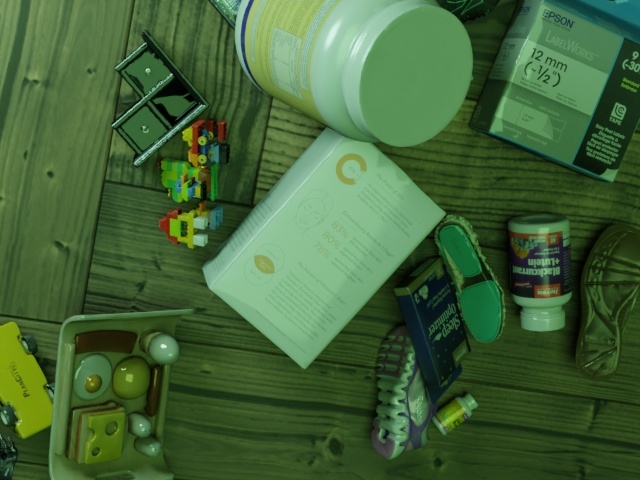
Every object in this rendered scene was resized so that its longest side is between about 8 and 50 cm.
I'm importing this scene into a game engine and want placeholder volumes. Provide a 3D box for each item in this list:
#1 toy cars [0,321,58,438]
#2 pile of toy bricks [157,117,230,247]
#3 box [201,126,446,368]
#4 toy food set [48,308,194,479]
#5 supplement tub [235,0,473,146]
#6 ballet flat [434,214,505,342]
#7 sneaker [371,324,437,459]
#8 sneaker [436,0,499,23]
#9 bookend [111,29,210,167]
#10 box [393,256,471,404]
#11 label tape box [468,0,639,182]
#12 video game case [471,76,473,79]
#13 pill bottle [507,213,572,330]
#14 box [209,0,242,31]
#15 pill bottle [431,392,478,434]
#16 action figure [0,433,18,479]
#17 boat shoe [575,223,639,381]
[{"bbox_3d":[-0.592,0.194,1.744,0.393,0.087,0.177,25,56,-14],"label":"toy cars"},{"bbox_3d":[-0.219,-0.106,1.769,0.105,0.118,0.212,12,117,15],"label":"pile of toy bricks"},{"bbox_3d":[0.000,0.000,1.786,0.215,0.168,0.345,42,91,-15],"label":"box"},{"bbox_3d":[-0.315,0.260,1.761,0.219,0.092,0.306,-1,102,-43],"label":"toy food set"},{"bbox_3d":[0.046,-0.288,1.627,0.241,0.331,0.241,-16,121,-29],"label":"supplement tub"},{"bbox_3d":[0.269,0.060,1.896,0.091,0.077,0.241,-14,105,19],"label":"ballet flat"},{"bbox_3d":[0.159,0.267,1.912,0.104,0.095,0.237,5,93,-29],"label":"sneaker"},{"bbox_3d":[0.235,-0.397,1.792,0.106,0.101,0.267,39,92,-17],"label":"sneaker"},{"bbox_3d":[-0.287,-0.228,1.736,0.156,0.072,0.157,-40,105,-1],"label":"bookend"},{"bbox_3d":[0.202,0.157,1.880,0.036,0.136,0.225,-7,108,35],"label":"box"},{"bbox_3d":[0.439,-0.305,1.843,0.249,0.115,0.348,20,98,-14],"label":"label tape box"},{"bbox_3d":[0.193,-0.298,1.847,0.122,0.011,0.087,-19,103,-7],"label":"video game case"},{"bbox_3d":[0.387,0.056,1.902,0.108,0.108,0.194,-7,102,-10],"label":"pill bottle"},{"bbox_3d":[-0.137,-0.458,1.735,0.159,0.044,0.233,-42,105,-1],"label":"box"},{"bbox_3d":[0.243,0.312,1.955,0.083,0.043,0.043,-36,105,-2],"label":"pill bottle"},{"bbox_3d":[-0.589,0.388,1.759,0.164,0.141,0.276,6,143,-37],"label":"action figure"},{"bbox_3d":[0.516,0.109,1.958,0.104,0.089,0.285,14,96,13],"label":"boat shoe"}]
